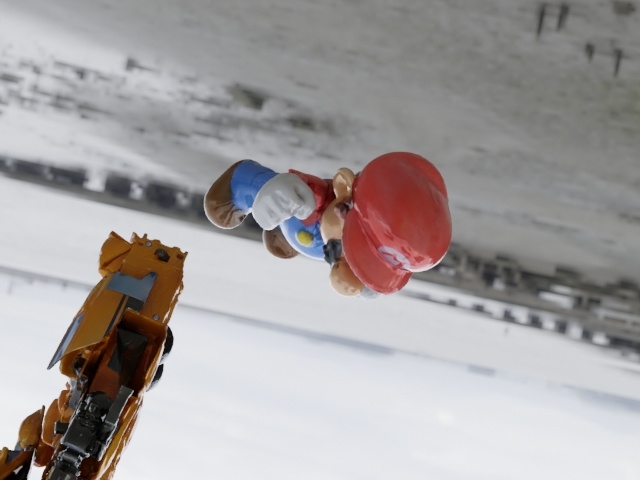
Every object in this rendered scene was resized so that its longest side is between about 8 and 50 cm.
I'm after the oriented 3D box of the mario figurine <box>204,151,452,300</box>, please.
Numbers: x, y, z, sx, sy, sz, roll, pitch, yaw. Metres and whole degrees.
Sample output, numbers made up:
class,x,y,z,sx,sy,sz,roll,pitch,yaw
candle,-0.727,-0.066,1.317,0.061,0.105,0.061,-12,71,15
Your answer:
class,x,y,z,sx,sy,sz,roll,pitch,yaw
mario figurine,0.000,0.000,1.496,0.198,0.170,0.320,-13,-169,-30

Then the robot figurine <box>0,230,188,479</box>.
class,x,y,z,sx,sy,sz,roll,pitch,yaw
robot figurine,-0.184,0.142,1.118,0.085,0.291,0.211,23,139,-1
